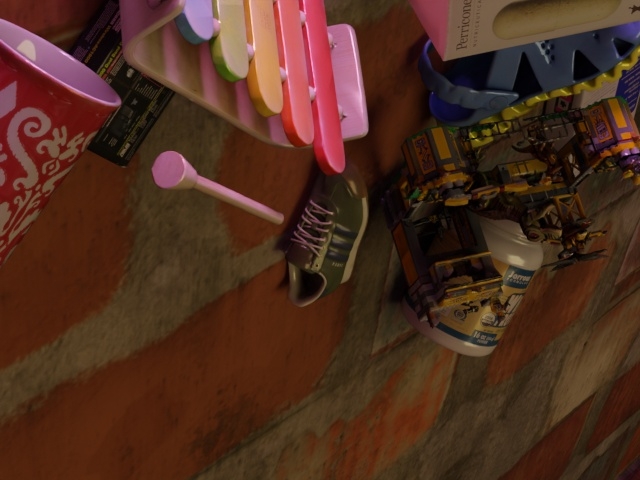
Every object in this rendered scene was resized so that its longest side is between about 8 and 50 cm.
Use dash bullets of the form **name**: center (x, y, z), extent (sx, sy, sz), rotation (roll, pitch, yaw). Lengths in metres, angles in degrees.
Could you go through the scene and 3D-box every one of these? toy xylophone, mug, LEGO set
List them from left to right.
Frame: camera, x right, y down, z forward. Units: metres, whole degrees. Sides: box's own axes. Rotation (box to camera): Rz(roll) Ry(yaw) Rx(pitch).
- **mug**: center (-0.252, -0.071, 0.794), extent (0.169, 0.150, 0.113), rotation (-56, -173, 11)
- **toy xylophone**: center (-0.060, -0.141, 0.886), extent (0.323, 0.081, 0.236), rotation (9, 68, -64)
- **LEGO set**: center (0.230, -0.019, 1.259), extent (0.331, 0.192, 0.255), rotation (-9, 162, -24)

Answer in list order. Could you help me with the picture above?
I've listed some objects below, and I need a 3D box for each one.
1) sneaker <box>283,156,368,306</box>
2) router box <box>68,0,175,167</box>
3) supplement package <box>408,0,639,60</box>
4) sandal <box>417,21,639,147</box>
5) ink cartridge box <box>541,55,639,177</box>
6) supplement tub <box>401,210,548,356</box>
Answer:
- **sneaker**: center (0.000, 0.000, 1.225), extent (0.086, 0.064, 0.192), rotation (-38, 150, -35)
- **router box**: center (-0.165, -0.129, 0.891), extent (0.122, 0.038, 0.092), rotation (-56, 150, 2)
- **supplement package**: center (0.203, -0.315, 0.963), extent (0.263, 0.198, 0.199), rotation (-13, 139, -9)
- **sandal**: center (0.233, -0.217, 1.199), extent (0.317, 0.126, 0.138), rotation (-34, 142, 26)
- **ink cartridge box**: center (0.398, -0.253, 1.531), extent (0.176, 0.069, 0.371), rotation (-35, 142, -31)
- **supplement tub**: center (0.212, 0.041, 1.485), extent (0.144, 0.144, 0.199), rotation (0, 121, -55)
